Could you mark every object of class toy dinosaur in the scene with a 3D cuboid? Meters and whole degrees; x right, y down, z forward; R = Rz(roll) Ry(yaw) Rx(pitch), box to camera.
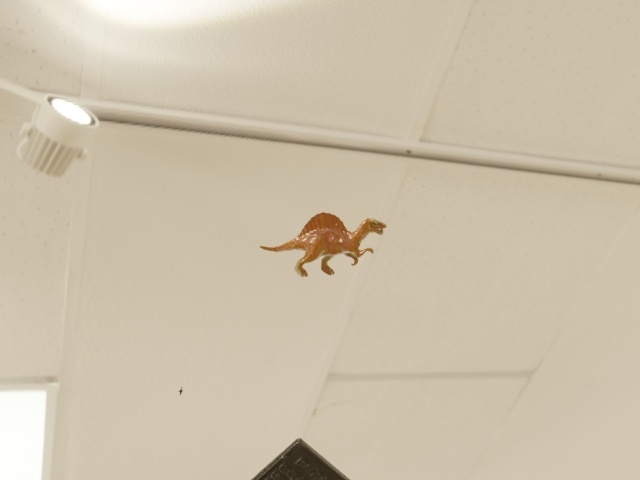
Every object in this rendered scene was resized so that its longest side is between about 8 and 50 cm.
[{"bbox_3d":[0.001,0.001,1.252,0.212,0.057,0.142,16,-63,-5],"label":"toy dinosaur"}]

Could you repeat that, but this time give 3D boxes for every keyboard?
[{"bbox_3d":[0.011,0.266,0.661,0.381,0.041,0.103,43,-74,-4],"label":"keyboard"}]
